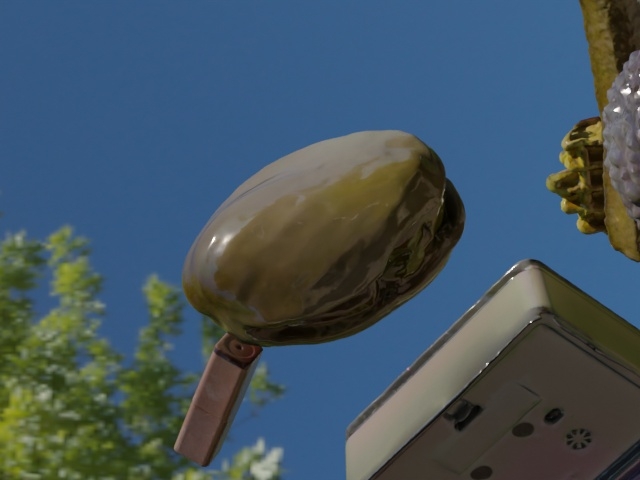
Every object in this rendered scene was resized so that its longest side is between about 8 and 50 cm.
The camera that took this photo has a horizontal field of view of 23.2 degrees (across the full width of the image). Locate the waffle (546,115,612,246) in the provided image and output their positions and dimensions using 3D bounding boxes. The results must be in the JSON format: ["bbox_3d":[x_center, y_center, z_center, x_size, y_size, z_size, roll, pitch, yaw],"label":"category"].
[{"bbox_3d":[0.460,-0.091,2.061,0.309,0.283,0.065,26,-140,-24],"label":"waffle"}]

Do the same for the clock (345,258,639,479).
[{"bbox_3d":[0.126,0.124,1.010,0.147,0.192,0.071,32,-154,-22],"label":"clock"}]

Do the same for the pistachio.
[{"bbox_3d":[0.000,0.000,1.543,0.197,0.288,0.166,64,-179,35],"label":"pistachio"}]

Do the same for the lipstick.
[{"bbox_3d":[-0.107,0.166,1.626,0.145,0.045,0.045,-67,-8,30],"label":"lipstick"}]

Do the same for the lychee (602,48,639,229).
[{"bbox_3d":[0.234,-0.054,0.851,0.197,0.165,0.165,-35,-69,-53],"label":"lychee"}]

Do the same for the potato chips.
[{"bbox_3d":[0.269,-0.176,1.443,0.080,0.057,0.407,-29,-63,-30],"label":"potato chips"}]
